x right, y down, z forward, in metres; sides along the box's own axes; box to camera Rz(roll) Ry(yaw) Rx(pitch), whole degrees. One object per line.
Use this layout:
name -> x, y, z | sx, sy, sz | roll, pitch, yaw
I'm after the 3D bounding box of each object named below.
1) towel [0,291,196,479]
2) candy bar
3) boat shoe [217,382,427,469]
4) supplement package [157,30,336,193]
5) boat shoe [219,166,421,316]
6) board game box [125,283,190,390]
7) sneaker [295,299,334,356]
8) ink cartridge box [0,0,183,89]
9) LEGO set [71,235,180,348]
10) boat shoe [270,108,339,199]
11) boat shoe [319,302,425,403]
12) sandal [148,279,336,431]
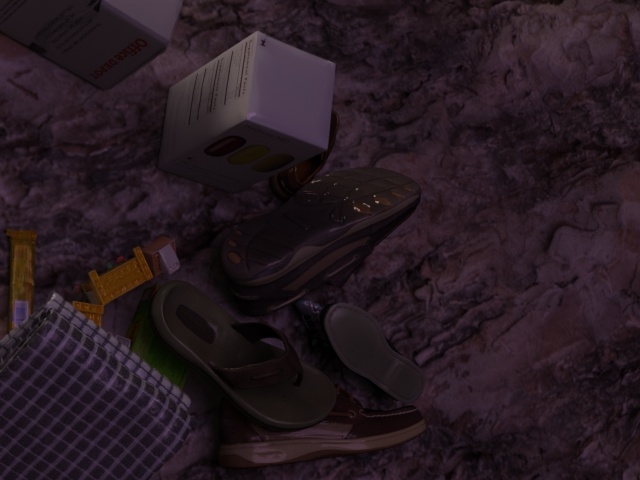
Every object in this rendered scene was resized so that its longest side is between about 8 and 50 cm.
towel -> -0.321, 0.237, 1.457 | 0.235, 0.121, 0.284 | 40, 98, -22
candy bar -> -0.389, 0.062, 1.604 | 0.040, 0.018, 0.162 | 7, 74, -31
boat shoe -> 0.005, 0.251, 1.780 | 0.342, 0.123, 0.123 | -2, 80, -30
supplement package -> -0.106, -0.173, 1.731 | 0.139, 0.244, 0.134 | 17, 68, -31
boat shoe -> 0.000, 0.000, 1.843 | 0.355, 0.132, 0.130 | -25, 135, -28
board game box -> -0.225, 0.161, 1.681 | 0.092, 0.043, 0.181 | 32, 61, -26
sneaker -> -0.008, 0.137, 1.848 | 0.098, 0.038, 0.069 | 38, 58, -22
ink cartridge box -> -0.340, -0.335, 1.634 | 0.273, 0.197, 0.114 | 30, 61, -27
LEGO set -> -0.295, 0.102, 1.617 | 0.132, 0.107, 0.287 | 39, 53, -32
boat shoe -> -0.011, -0.138, 1.906 | 0.064, 0.060, 0.178 | 42, 57, -20
boat shoe -> 0.066, 0.166, 1.853 | 0.081, 0.068, 0.228 | -52, 123, -11
sandal -> -0.094, 0.155, 1.647 | 0.302, 0.086, 0.120 | 36, 47, -24
